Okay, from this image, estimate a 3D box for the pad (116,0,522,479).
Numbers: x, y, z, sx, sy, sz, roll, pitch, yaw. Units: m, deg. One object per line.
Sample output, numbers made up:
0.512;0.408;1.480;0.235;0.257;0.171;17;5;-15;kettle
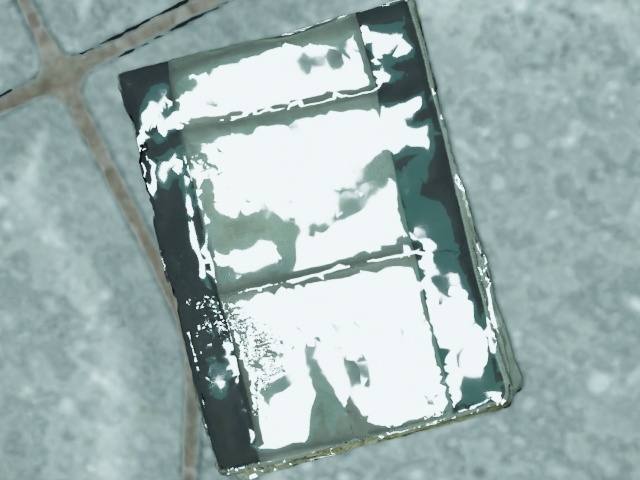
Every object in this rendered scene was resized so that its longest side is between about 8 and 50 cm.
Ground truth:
0.000;0.000;0.915;0.174;0.022;0.233;-14;91;4;pad
